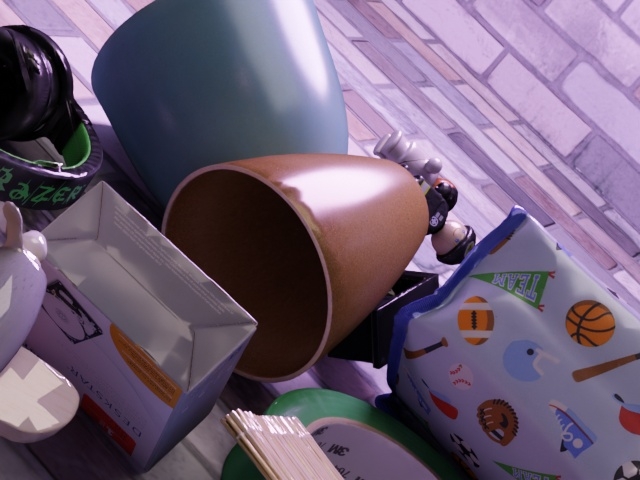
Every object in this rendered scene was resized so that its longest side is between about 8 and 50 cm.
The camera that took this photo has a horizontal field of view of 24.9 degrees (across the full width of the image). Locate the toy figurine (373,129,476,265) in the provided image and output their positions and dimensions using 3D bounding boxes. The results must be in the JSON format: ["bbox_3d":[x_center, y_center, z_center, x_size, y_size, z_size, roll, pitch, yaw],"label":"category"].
[{"bbox_3d":[0.089,-0.017,1.894,0.148,0.213,0.209,44,17,-18],"label":"toy figurine"}]

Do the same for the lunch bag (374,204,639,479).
[{"bbox_3d":[0.238,0.206,1.623,0.328,0.239,0.385,47,-17,17],"label":"lunch bag"}]

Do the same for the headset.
[{"bbox_3d":[-0.367,-0.199,1.534,0.243,0.185,0.394,8,34,-53],"label":"headset"}]

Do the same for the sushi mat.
[{"bbox_3d":[0.040,0.275,1.281,0.316,0.019,0.151,49,11,21],"label":"sushi mat"}]

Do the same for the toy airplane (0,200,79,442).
[{"bbox_3d":[-0.387,-0.017,1.047,0.386,0.272,0.384,11,36,-50],"label":"toy airplane"}]

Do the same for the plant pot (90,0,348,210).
[{"bbox_3d":[-0.099,-0.138,1.741,0.293,0.293,0.235,9,51,-52],"label":"plant pot"}]

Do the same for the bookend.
[{"bbox_3d":[0.038,0.085,1.716,0.157,0.072,0.156,6,17,31],"label":"bookend"}]

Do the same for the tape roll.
[{"bbox_3d":[0.053,0.288,1.434,0.321,0.077,0.321,34,23,-16],"label":"tape roll"}]

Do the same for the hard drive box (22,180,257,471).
[{"bbox_3d":[-0.168,0.081,1.264,0.181,0.232,0.089,42,63,7],"label":"hard drive box"}]

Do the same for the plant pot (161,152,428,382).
[{"bbox_3d":[0.000,0.000,1.583,0.254,0.237,0.237,-24,65,-45],"label":"plant pot"}]
